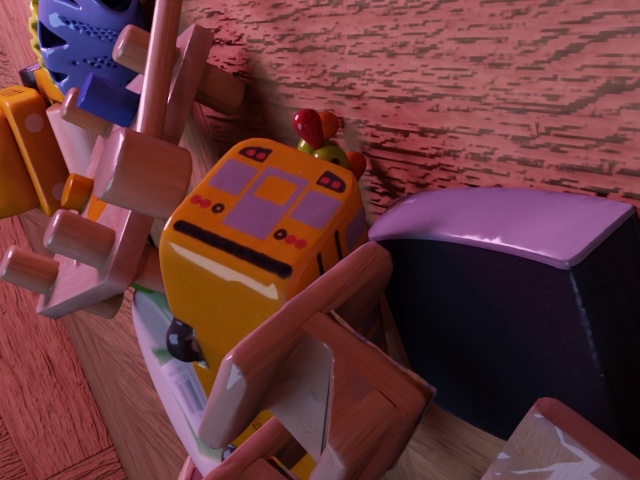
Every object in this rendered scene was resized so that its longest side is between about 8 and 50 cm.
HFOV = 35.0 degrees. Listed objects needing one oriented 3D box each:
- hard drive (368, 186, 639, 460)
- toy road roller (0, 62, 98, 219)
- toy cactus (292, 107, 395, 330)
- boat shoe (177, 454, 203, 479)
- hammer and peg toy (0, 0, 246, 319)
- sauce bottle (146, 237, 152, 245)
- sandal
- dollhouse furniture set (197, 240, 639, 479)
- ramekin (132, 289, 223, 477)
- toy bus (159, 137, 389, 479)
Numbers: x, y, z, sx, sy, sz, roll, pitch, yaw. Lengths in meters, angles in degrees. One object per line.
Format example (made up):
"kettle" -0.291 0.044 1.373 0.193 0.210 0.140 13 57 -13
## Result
"hard drive" 0.119 0.053 0.648 0.254 0.054 0.172 8 120 65
"toy road roller" -0.365 -0.115 1.327 0.329 0.240 0.202 21 132 60
"toy cactus" 0.000 0.000 0.827 0.180 0.112 0.219 51 148 8
"boat shoe" -0.106 0.298 1.166 0.342 0.123 0.123 -99 32 -74
"hammer and peg toy" -0.162 -0.071 0.924 0.361 0.127 0.266 -21 50 59
"sauce bottle" -0.260 0.040 1.523 0.128 0.042 0.042 66 158 1
"sandal" -0.237 -0.252 1.058 0.138 0.126 0.317 38 147 42
"dollhouse furniture set" 0.116 0.230 0.623 0.362 0.256 0.394 37 135 17
"ramekin" -0.074 0.140 1.055 0.303 0.148 0.303 49 153 35
"toy bus" -0.021 0.089 0.767 0.108 0.130 0.333 21 148 25
